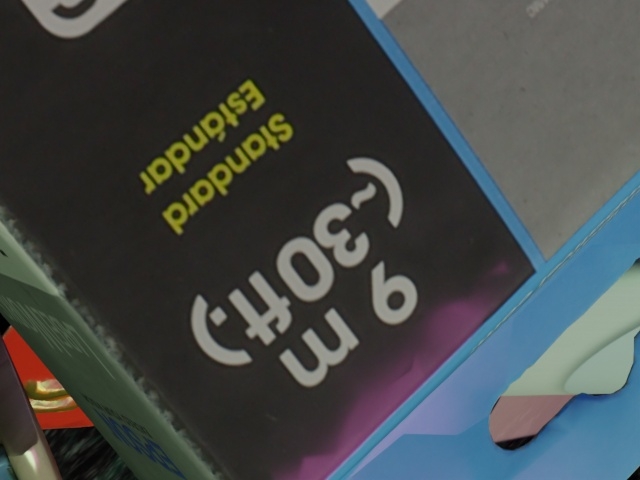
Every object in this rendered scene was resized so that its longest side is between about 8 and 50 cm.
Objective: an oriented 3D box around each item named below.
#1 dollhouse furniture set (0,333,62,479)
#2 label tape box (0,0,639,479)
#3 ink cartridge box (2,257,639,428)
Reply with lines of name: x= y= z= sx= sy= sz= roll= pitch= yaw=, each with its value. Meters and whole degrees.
dollhouse furniture set: x=-0.137 y=0.236 z=0.644 sx=0.198 sy=0.303 sz=0.286 roll=-20 pitch=157 yaw=-8
label tape box: x=0.022 y=-0.064 z=0.434 sx=0.240 sy=0.334 sz=0.106 roll=-43 pitch=-160 yaw=-15
ink cartridge box: x=0.053 y=0.042 z=0.735 sx=0.308 sy=0.091 sz=0.385 roll=1 pitch=156 yaw=-31
